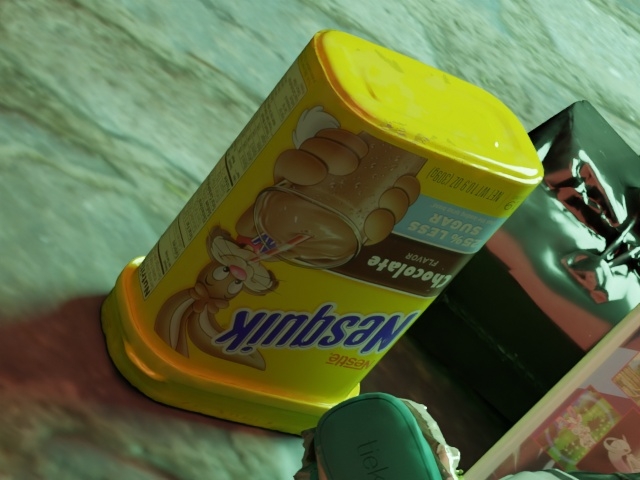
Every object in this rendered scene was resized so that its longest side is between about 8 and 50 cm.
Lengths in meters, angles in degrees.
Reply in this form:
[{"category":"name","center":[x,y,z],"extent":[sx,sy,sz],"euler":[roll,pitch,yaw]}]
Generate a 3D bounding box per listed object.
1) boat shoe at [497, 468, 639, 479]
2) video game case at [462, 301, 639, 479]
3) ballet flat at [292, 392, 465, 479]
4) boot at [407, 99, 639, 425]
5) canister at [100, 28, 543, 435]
[{"category":"boat shoe","center":[0.176,0.162,0.581],"extent":[0.119,0.121,0.335],"euler":[-16,28,-20]},{"category":"video game case","center":[0.174,0.132,0.751],"extent":[0.201,0.023,0.183],"euler":[-41,79,-19]},{"category":"ballet flat","center":[0.041,0.162,0.629],"extent":[0.241,0.091,0.077],"euler":[-96,172,-49]},{"category":"boot","center":[0.278,0.100,0.936],"extent":[0.445,0.146,0.367],"euler":[42,28,12]},{"category":"canister","center":[0.000,0.000,0.706],"extent":[0.126,0.170,0.073],"euler":[17,36,-34]}]
